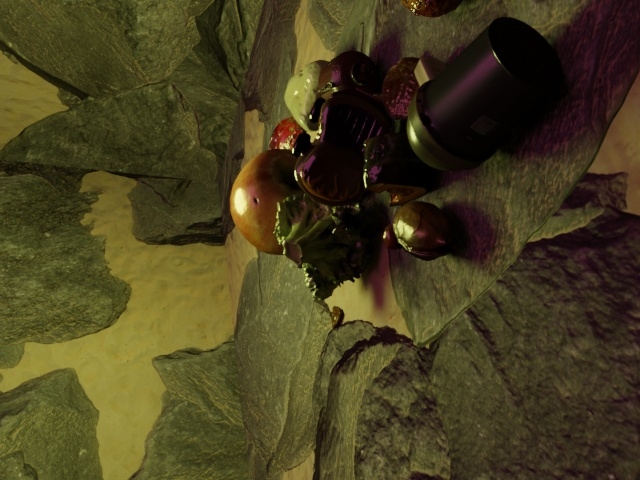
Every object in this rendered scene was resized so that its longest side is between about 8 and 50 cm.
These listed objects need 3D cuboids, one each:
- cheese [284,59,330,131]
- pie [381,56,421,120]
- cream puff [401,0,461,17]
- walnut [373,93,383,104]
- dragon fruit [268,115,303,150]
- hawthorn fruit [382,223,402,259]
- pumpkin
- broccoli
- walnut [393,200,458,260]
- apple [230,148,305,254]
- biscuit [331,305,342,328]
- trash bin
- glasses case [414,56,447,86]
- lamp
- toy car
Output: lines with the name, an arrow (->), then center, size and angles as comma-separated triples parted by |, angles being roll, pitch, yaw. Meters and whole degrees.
cheese -> -0.022, -0.557, 2.336 | 0.248, 0.173, 0.251 | 50, 134, 51
pie -> 0.240, -0.413, 1.724 | 0.163, 0.078, 0.194 | -37, 50, 52
cream puff -> 0.287, -0.661, 1.525 | 0.240, 0.163, 0.240 | -178, 90, -85
walnut -> 0.165, -0.405, 1.931 | 0.079, 0.082, 0.096 | -59, 16, -10
dragon fruit -> -0.148, -0.409, 2.726 | 0.161, 0.126, 0.274 | -112, 32, -53
hawthorn fruit -> 0.211, 0.005, 1.745 | 0.103, 0.066, 0.067 | 68, 150, 28
pumpkin -> 0.179, -0.180, 1.675 | 0.280, 0.190, 0.139 | 150, 121, -67
broccoli -> -0.003, -0.011, 1.928 | 0.348, 0.281, 0.293 | 46, 126, 6
walnut -> 0.250, -0.024, 1.532 | 0.245, 0.137, 0.137 | -118, 37, -70
apple -> -0.134, -0.134, 2.262 | 0.346, 0.391, 0.392 | 124, 145, -52
biscuit -> 0.057, 0.259, 2.176 | 0.092, 0.016, 0.082 | 134, 141, -59
trash bin -> 0.311, -0.279, 1.300 | 0.334, 0.214, 0.214 | 130, 140, -52
glasses case -> 0.292, -0.380, 1.559 | 0.050, 0.083, 0.196 | 114, 151, -45
lamp -> 0.085, -0.510, 2.020 | 0.258, 0.180, 0.180 | -172, 87, -72
toy car -> 0.062, -0.259, 1.780 | 0.240, 0.271, 0.341 | -77, 11, -76
